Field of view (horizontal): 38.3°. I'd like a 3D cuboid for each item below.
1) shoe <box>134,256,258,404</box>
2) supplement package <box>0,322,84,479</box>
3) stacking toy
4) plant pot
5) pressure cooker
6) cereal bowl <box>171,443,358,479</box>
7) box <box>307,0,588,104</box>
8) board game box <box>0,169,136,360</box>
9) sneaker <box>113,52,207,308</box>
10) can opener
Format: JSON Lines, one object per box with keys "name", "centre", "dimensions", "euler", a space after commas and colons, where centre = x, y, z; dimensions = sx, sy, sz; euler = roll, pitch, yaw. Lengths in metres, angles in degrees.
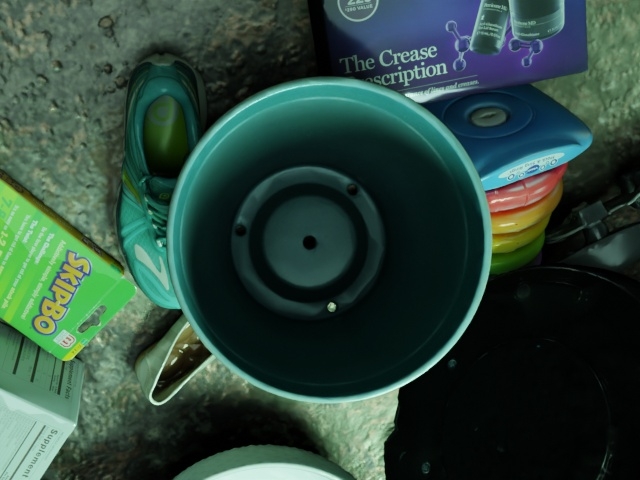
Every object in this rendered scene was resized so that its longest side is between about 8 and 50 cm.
{"name": "shoe", "centre": [-0.122, 0.100, 1.034], "dimensions": [0.076, 0.058, 0.219], "euler": [41, 100, -23]}
{"name": "supplement package", "centre": [-0.391, 0.159, 0.967], "dimensions": [0.244, 0.134, 0.139], "euler": [31, 103, -20]}
{"name": "stacking toy", "centre": [0.187, -0.010, 1.017], "dimensions": [0.175, 0.166, 0.302], "euler": [-19, 129, -13]}
{"name": "plant pot", "centre": [0.000, 0.000, 0.887], "dimensions": [0.271, 0.255, 0.272], "euler": [0, 90, -4]}
{"name": "pressure cooker", "centre": [0.324, 0.243, 0.990], "dimensions": [0.420, 0.370, 0.375], "euler": [28, 61, -42]}
{"name": "cereal bowl", "centre": [-0.075, 0.397, 1.106], "dimensions": [0.339, 0.141, 0.339], "euler": [-2, 101, -10]}
{"name": "box", "centre": [0.122, -0.241, 0.920], "dimensions": [0.261, 0.103, 0.184], "euler": [-13, 111, -5]}
{"name": "board game box", "centre": [-0.329, 0.011, 0.972], "dimensions": [0.124, 0.039, 0.259], "euler": [-44, 110, 9]}
{"name": "sneaker", "centre": [-0.162, -0.049, 0.938], "dimensions": [0.107, 0.110, 0.275], "euler": [-4, 113, -9]}
{"name": "can opener", "centre": [0.385, -0.043, 1.043], "dimensions": [0.283, 0.076, 0.095], "euler": [-25, 90, -5]}
